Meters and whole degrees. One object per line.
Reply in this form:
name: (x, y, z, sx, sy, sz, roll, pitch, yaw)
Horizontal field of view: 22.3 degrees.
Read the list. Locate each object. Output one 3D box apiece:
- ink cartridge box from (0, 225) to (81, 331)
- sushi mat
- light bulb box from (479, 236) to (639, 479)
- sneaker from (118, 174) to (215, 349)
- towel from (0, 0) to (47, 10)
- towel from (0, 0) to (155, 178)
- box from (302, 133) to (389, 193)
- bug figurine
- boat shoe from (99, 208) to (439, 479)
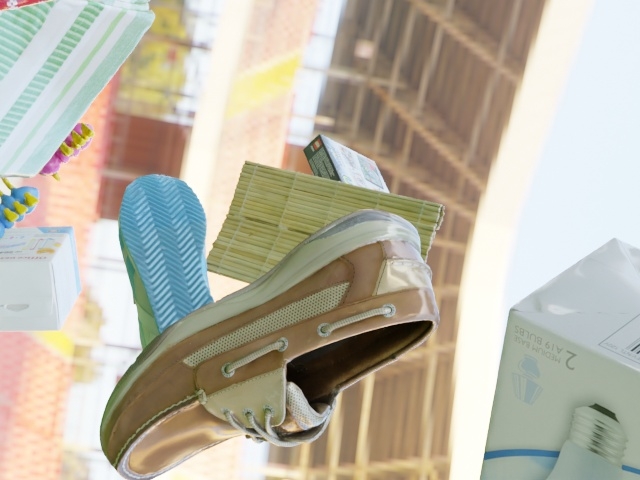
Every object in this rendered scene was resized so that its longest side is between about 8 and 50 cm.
ink cartridge box: (-0.348, 0.048, 1.941, 0.143, 0.092, 0.090, -82, 169, -70)
sushi mat: (0.000, 0.000, 1.932, 0.316, 0.019, 0.151, 15, -103, 39)
light bulb box: (0.357, 0.247, 1.594, 0.358, 0.225, 0.361, 25, -56, 32)
sneaker: (-0.144, 0.043, 1.517, 0.092, 0.087, 0.229, 117, -35, -55)
towel: (-0.180, -0.183, 1.018, 0.199, 0.275, 0.031, -118, -165, -60)
towel: (-0.306, -0.159, 1.585, 0.248, 0.038, 0.325, -51, 165, 16)
box: (0.056, -0.042, 2.121, 0.036, 0.114, 0.207, -43, -134, 23)
bug figurine: (-0.398, -0.116, 2.003, 0.279, 0.216, 0.072, 43, -18, 32)
boat shoe: (-0.044, 0.107, 1.307, 0.324, 0.123, 0.116, -38, -123, 17)
